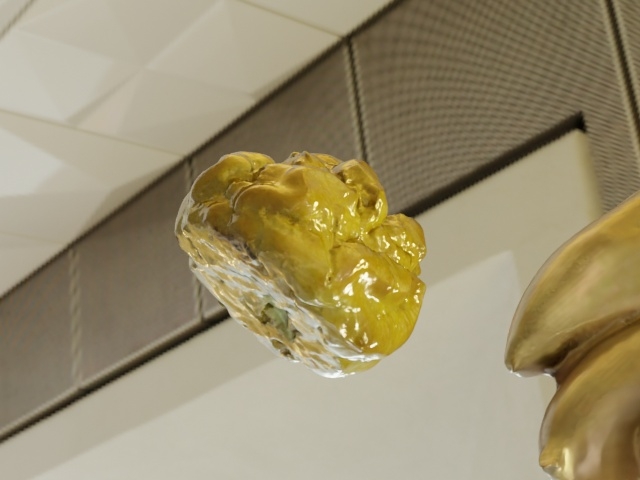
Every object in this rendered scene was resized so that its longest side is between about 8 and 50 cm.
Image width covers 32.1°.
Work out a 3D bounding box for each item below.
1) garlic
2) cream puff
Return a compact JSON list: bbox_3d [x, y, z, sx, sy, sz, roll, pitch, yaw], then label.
[{"bbox_3d":[0.266,0.081,0.652,0.279,0.325,0.132,35,-28,29],"label":"garlic"},{"bbox_3d":[-0.001,-0.001,1.402,0.257,0.324,0.291,-48,-174,-27],"label":"cream puff"}]
